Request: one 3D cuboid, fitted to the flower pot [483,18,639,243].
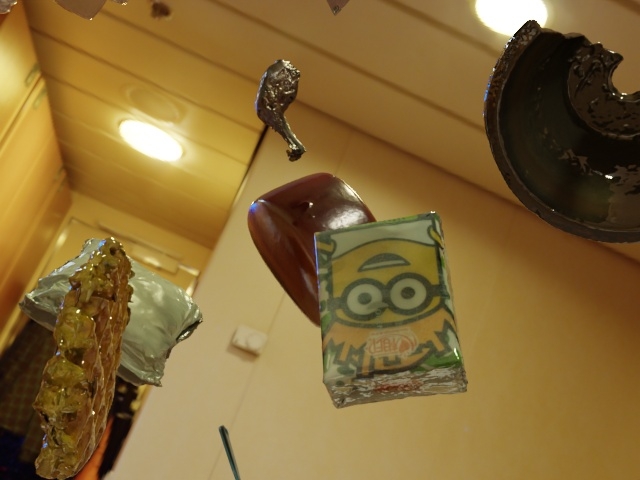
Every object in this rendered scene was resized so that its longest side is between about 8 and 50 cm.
[{"bbox_3d":[0.455,-0.202,1.149,0.379,0.251,0.379,9,-63,19],"label":"flower pot"}]

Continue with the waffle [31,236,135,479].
[{"bbox_3d":[-0.298,0.156,0.999,0.068,0.324,0.302,10,3,-7],"label":"waffle"}]

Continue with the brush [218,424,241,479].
[{"bbox_3d":[-0.115,0.326,1.071,0.051,0.014,0.164,73,-7,-51],"label":"brush"}]

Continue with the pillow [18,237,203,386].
[{"bbox_3d":[-0.392,0.133,1.533,0.310,0.283,0.138,35,-62,-8],"label":"pillow"}]

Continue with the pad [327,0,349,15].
[{"bbox_3d":[0.025,-0.596,1.675,0.006,0.113,0.187,27,-19,44],"label":"pad"}]

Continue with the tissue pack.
[{"bbox_3d":[0.116,0.115,1.319,0.228,0.310,0.128,-10,-39,9],"label":"tissue pack"}]

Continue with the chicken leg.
[{"bbox_3d":[-0.086,-0.283,1.657,0.106,0.253,0.051,0,-25,-14],"label":"chicken leg"}]

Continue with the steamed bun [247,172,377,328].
[{"bbox_3d":[0.000,0.000,1.731,0.379,0.235,0.248,49,-26,38],"label":"steamed bun"}]

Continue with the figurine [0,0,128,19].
[{"bbox_3d":[-0.272,-0.283,0.699,0.237,0.162,0.141,25,7,41],"label":"figurine"}]
